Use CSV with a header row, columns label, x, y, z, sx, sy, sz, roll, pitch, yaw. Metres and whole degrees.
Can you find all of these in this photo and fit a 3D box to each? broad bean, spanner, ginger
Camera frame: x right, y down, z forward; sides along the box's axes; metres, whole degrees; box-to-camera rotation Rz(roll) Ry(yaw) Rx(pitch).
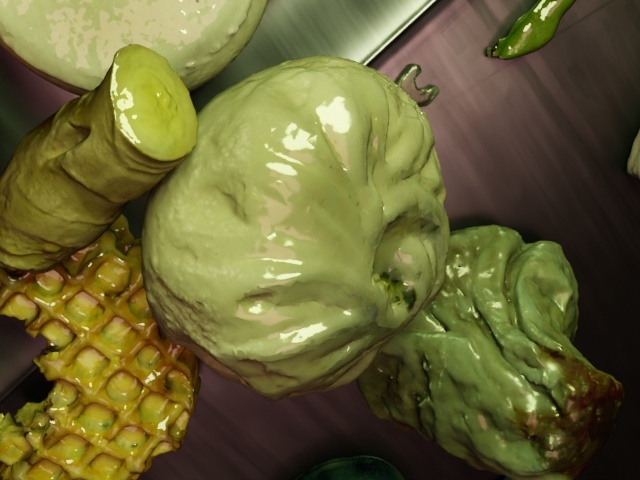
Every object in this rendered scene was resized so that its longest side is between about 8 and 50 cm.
label,x,y,z,sx,sy,sz,roll,pitch,yaw
broad bean,0.287,-0.307,0.729,0.052,0.052,0.256,42,105,24
spanner,0.020,-0.141,0.762,0.254,0.015,0.054,-23,108,0
ginger,-0.210,-0.064,0.568,0.263,0.116,0.109,-31,103,36

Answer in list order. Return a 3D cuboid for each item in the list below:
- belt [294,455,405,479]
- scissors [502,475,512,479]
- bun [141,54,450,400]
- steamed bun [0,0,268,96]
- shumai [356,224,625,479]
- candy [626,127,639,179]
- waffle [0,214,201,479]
label,x,y,z,sx,sy,sz,roll,pitch,yaw
belt,0.023,0.428,0.900,0.267,0.116,0.206,-41,106,4
scissors,0.307,0.344,0.955,0.125,0.030,0.256,17,107,-15
bun,0.000,0.000,0.646,0.359,0.210,0.360,-20,121,-37
steamed bun,-0.181,-0.272,0.604,0.282,0.177,0.283,-1,105,-5
shumai,0.200,0.155,0.756,0.303,0.263,0.310,0,108,-10
candy,0.483,-0.131,0.743,0.137,0.185,0.195,13,106,-16
waffle,-0.273,0.137,0.748,0.260,0.151,0.325,1,109,-5
